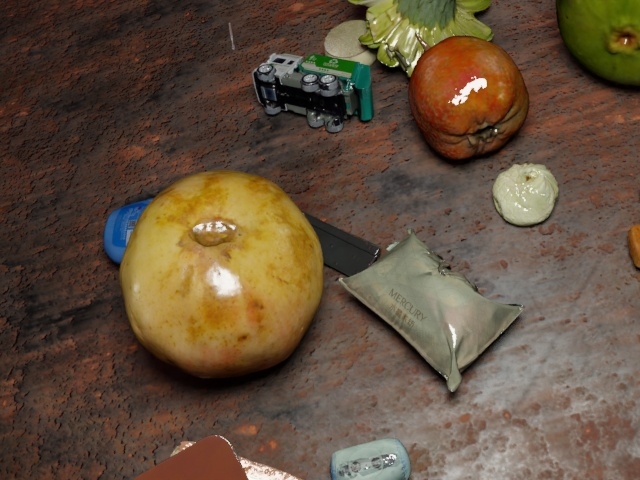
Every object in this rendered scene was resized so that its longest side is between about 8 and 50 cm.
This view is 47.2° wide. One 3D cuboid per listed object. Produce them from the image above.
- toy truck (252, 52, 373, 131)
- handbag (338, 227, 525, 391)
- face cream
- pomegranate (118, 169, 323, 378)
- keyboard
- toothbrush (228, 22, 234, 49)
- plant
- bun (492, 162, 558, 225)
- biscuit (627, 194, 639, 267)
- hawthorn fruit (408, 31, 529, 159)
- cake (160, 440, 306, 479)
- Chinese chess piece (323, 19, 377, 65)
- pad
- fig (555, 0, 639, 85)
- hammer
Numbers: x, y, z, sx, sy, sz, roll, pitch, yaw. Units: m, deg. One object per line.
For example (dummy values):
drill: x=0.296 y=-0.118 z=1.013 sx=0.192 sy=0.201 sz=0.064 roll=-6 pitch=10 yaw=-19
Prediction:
toy truck: x=-0.007 y=-0.306 z=1.473 sx=0.253 sy=0.114 sz=0.124 roll=19 pitch=51 yaw=27
handbag: x=0.175 y=0.091 z=1.151 sx=0.182 sy=0.117 sz=0.270 roll=-35 pitch=53 yaw=-18
face cream: x=-0.270 y=-0.020 z=1.372 sx=0.263 sy=0.083 sz=0.149 roll=-2 pitch=58 yaw=15
pomegranate: x=-0.156 y=0.064 z=1.171 sx=0.338 sy=0.338 sz=0.338 roll=-8 pitch=55 yaw=12
keyboard: x=0.000 y=0.000 z=1.318 sx=0.231 sy=0.023 sz=0.072 roll=26 pitch=75 yaw=30
toothbrush: x=-0.208 y=-0.478 z=1.706 sx=0.006 sy=0.008 sz=0.097 roll=-8 pitch=53 yaw=-6
plant: x=0.204 y=-0.450 z=1.434 sx=0.305 sy=0.297 sz=0.261 roll=23 pitch=88 yaw=-7
bun: x=0.346 y=-0.083 z=1.238 sx=0.115 sy=0.069 sz=0.115 roll=-9 pitch=56 yaw=13
biscuit: x=0.633 y=-0.002 z=1.115 sx=0.306 sy=0.043 sz=0.284 roll=-6 pitch=55 yaw=10
hawthorn fruit: x=0.247 y=-0.279 z=1.310 sx=0.210 sy=0.210 sz=0.262 roll=-23 pitch=60 yaw=1
cake: x=-0.134 y=0.370 z=1.071 sx=0.225 sy=0.090 sz=0.109 roll=9 pitch=57 yaw=21
Chinese chess piece: x=0.068 y=-0.411 z=1.554 sx=0.122 sy=0.051 sz=0.122 roll=-9 pitch=55 yaw=13
pad: x=-0.155 y=0.426 z=1.025 sx=0.181 sy=0.004 sz=0.267 roll=-29 pitch=78 yaw=-3
fig: x=0.570 y=-0.434 z=1.276 sx=0.316 sy=0.316 sz=0.316 roll=-8 pitch=55 yaw=12
hammer: x=0.084 y=0.379 z=1.020 sx=0.116 sy=0.069 sz=0.194 roll=-16 pitch=62 yaw=5
